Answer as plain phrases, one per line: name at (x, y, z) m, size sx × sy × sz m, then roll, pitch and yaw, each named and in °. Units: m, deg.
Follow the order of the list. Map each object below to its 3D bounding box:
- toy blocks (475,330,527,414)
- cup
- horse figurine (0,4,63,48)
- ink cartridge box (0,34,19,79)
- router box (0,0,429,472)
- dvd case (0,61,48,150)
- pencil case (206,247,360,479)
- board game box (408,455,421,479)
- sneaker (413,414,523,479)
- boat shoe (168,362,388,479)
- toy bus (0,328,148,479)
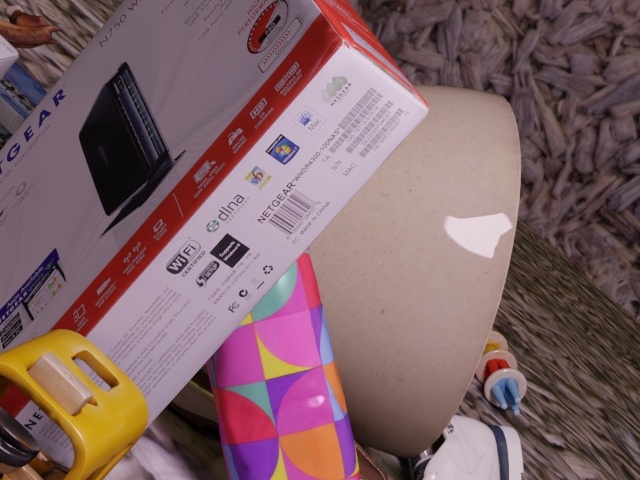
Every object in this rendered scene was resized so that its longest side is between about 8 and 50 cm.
toy blocks at (0.190, 0.143, 2.090) m, size 0.123 × 0.054 × 0.148 m, roll 38°, pitch 14°, yaw -21°
cup at (0.000, 0.000, 1.513) m, size 0.237 × 0.331 × 0.331 m, roll 15°, pitch 20°, yaw -13°
horse figurine at (-0.367, -0.223, 1.568) m, size 0.174 × 0.066 × 0.263 m, roll 33°, pitch 7°, yaw 18°
ink cartridge box at (-0.304, -0.125, 1.337) m, size 0.088 × 0.122 × 0.052 m, roll 42°, pitch 12°, yaw 0°
router box at (-0.109, -0.051, 1.204) m, size 0.082 × 0.335 × 0.301 m, roll 34°, pitch 14°, yaw -32°
dvd case at (-0.283, -0.109, 1.581) m, size 0.180 × 0.022 × 0.253 m, roll 45°, pitch 13°, yaw 6°
pencil case at (-0.036, 0.101, 1.256) m, size 0.104 × 0.104 × 0.236 m, roll -10°, pitch 85°, yaw -74°
board game box at (0.128, 0.232, 1.627) m, size 0.103 × 0.026 × 0.154 m, roll 37°, pitch 21°, yaw -22°
sneaker at (0.122, 0.242, 1.483) m, size 0.095 × 0.090 × 0.235 m, roll 20°, pitch 33°, yaw -20°
boat shoe at (-0.029, 0.129, 1.385) m, size 0.257 × 0.095 × 0.095 m, roll 36°, pitch 14°, yaw -26°
toy bus at (-0.173, 0.112, 0.992) m, size 0.191 × 0.104 × 0.202 m, roll 31°, pitch 16°, yaw -40°
